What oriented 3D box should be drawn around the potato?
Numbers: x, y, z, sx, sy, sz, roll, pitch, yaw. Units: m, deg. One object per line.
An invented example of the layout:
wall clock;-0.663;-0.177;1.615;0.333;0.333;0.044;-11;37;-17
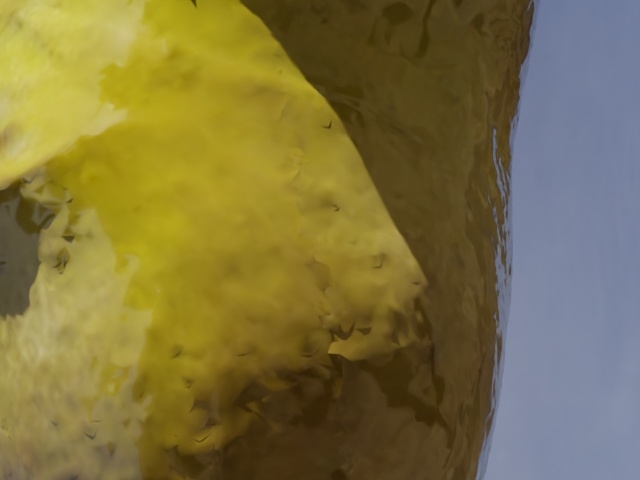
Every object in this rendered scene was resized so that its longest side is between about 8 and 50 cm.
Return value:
potato;0.000;0.000;0.506;0.290;0.296;0.397;21;-58;-41
